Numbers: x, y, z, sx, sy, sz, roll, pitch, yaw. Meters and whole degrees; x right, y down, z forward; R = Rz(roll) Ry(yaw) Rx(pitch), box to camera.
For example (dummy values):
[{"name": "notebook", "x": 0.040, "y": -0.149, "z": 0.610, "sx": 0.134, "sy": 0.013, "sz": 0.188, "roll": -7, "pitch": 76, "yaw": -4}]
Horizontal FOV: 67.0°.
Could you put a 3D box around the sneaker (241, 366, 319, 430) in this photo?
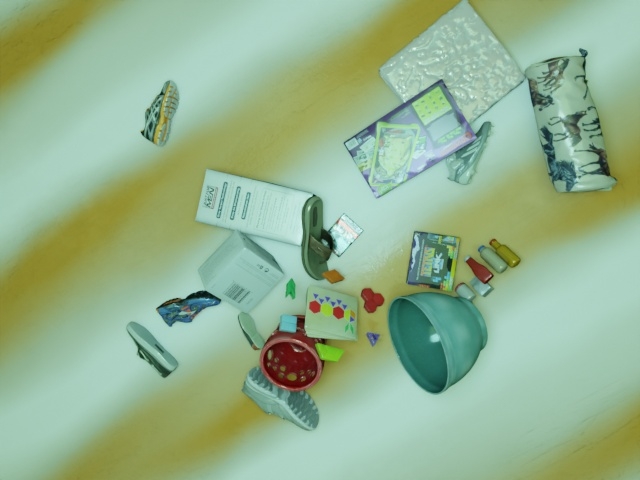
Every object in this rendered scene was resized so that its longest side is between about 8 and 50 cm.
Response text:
[{"name": "sneaker", "x": -0.130, "y": 0.523, "z": 1.574, "sx": 0.281, "sy": 0.105, "sz": 0.115, "roll": 37, "pitch": 125, "yaw": 2}]

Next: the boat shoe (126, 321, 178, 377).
[{"name": "boat shoe", "x": -0.576, "y": 0.366, "z": 1.610, "sx": 0.070, "sy": 0.078, "sz": 0.219, "roll": -44, "pitch": 89, "yaw": 5}]

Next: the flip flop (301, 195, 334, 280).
[{"name": "flip flop", "x": 0.000, "y": 0.000, "z": 1.483, "sx": 0.080, "sy": 0.112, "sz": 0.277, "roll": 10, "pitch": 114, "yaw": 27}]

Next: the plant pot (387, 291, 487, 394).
[{"name": "plant pot", "x": 0.359, "y": 0.276, "z": 1.423, "sx": 0.196, "sy": 0.293, "sz": 0.293, "roll": -16, "pitch": 90, "yaw": -20}]

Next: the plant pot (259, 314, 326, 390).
[{"name": "plant pot", "x": -0.072, "y": 0.334, "z": 1.487, "sx": 0.191, "sy": 0.174, "sz": 0.191, "roll": 5, "pitch": 114, "yaw": 12}]

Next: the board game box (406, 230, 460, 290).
[{"name": "board game box", "x": 0.351, "y": 0.063, "z": 1.511, "sx": 0.141, "sy": 0.048, "sz": 0.170, "roll": 8, "pitch": 93, "yaw": 5}]

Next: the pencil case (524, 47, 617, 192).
[{"name": "pencil case", "x": 0.727, "y": -0.327, "z": 1.398, "sx": 0.184, "sy": 0.160, "sz": 0.410, "roll": -15, "pitch": 91, "yaw": -15}]

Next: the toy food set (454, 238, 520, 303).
[{"name": "toy food set", "x": 0.480, "y": 0.100, "z": 1.476, "sx": 0.232, "sy": 0.111, "sz": 0.104, "roll": -49, "pitch": 55, "yaw": 16}]

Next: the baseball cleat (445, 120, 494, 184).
[{"name": "baseball cleat", "x": 0.447, "y": -0.277, "z": 1.477, "sx": 0.109, "sy": 0.072, "sz": 0.205, "roll": 21, "pitch": 91, "yaw": 12}]

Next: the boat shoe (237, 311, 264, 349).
[{"name": "boat shoe", "x": -0.234, "y": 0.299, "z": 1.588, "sx": 0.043, "sy": 0.049, "sz": 0.137, "roll": -33, "pitch": 89, "yaw": 46}]

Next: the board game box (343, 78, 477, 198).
[{"name": "board game box", "x": 0.268, "y": -0.303, "z": 1.475, "sx": 0.347, "sy": 0.056, "sz": 0.208, "roll": -30, "pitch": 86, "yaw": 17}]

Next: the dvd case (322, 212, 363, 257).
[{"name": "dvd case", "x": 0.068, "y": -0.016, "z": 1.557, "sx": 0.087, "sy": 0.013, "sz": 0.119, "roll": 42, "pitch": 95, "yaw": 3}]

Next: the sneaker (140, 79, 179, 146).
[{"name": "sneaker", "x": -0.526, "y": -0.420, "z": 1.576, "sx": 0.083, "sy": 0.084, "sz": 0.214, "roll": 20, "pitch": 95, "yaw": 10}]

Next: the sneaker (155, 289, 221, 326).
[{"name": "sneaker", "x": -0.426, "y": 0.224, "z": 1.597, "sx": 0.221, "sy": 0.083, "sz": 0.087, "roll": -15, "pitch": 104, "yaw": 12}]

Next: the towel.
[{"name": "towel", "x": 0.401, "y": -0.508, "z": 1.483, "sx": 0.332, "sy": 0.053, "sz": 0.317, "roll": -38, "pitch": 89, "yaw": 7}]

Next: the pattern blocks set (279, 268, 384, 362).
[{"name": "pattern blocks set", "x": 0.036, "y": 0.221, "z": 1.447, "sx": 0.325, "sy": 0.026, "sz": 0.285, "roll": 24, "pitch": 55, "yaw": -16}]

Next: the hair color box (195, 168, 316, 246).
[{"name": "hair color box", "x": -0.202, "y": -0.103, "z": 1.537, "sx": 0.347, "sy": 0.105, "sz": 0.173, "roll": 14, "pitch": 93, "yaw": 5}]

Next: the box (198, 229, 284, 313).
[{"name": "box", "x": -0.246, "y": 0.098, "z": 1.501, "sx": 0.182, "sy": 0.119, "sz": 0.181, "roll": -46, "pitch": 129, "yaw": 6}]
